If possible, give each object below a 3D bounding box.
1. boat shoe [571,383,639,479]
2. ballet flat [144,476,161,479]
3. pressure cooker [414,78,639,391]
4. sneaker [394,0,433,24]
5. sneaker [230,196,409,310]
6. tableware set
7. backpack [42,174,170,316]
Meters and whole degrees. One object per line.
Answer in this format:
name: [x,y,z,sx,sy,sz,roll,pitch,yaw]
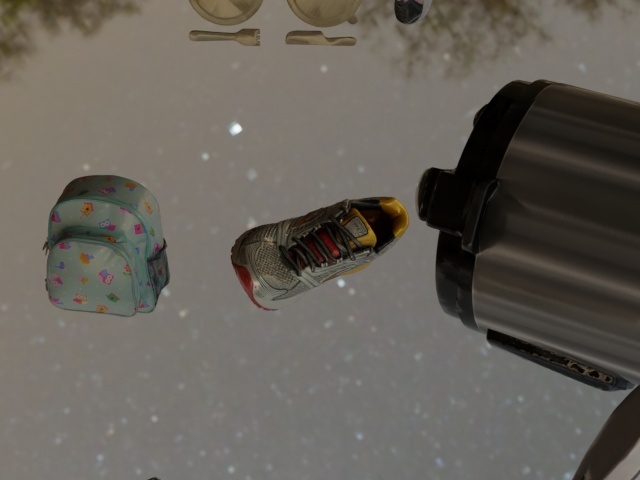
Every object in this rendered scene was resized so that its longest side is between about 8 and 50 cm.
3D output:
boat shoe: [0.303,0.248,1.399,0.258,0.084,0.095,-62,-172,25]
ballet flat: [-0.214,0.325,1.665,0.041,0.041,0.114,-27,-157,20]
pressure cooker: [0.340,-0.023,1.886,0.420,0.370,0.375,18,-123,23]
sneaker: [0.121,-0.390,2.110,0.077,0.178,0.072,-26,-120,-18]
sneaker: [0.000,0.000,1.415,0.225,0.088,0.093,-25,175,-45]
tableware set: [-0.049,-0.279,1.540,0.194,0.128,0.039,3,-154,2]
backpack: [-0.302,0.009,1.965,0.166,0.188,0.144,7,-156,10]
